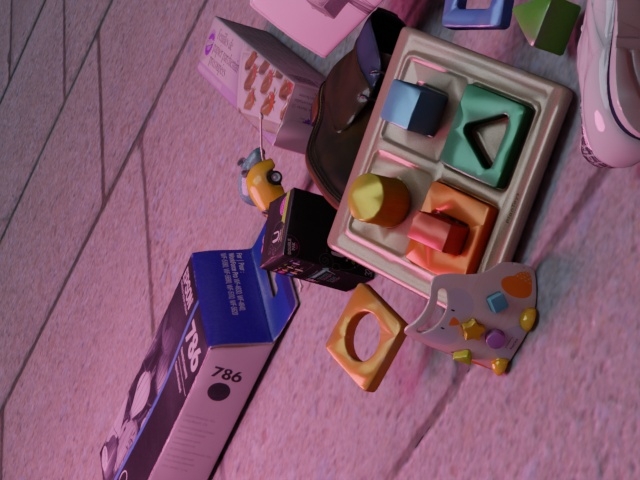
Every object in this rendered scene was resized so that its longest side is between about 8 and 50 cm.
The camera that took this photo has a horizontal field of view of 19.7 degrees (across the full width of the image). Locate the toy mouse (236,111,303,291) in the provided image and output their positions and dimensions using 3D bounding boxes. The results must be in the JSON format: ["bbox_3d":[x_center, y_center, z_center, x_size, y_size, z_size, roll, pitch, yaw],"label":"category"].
[{"bbox_3d":[-0.050,-0.025,1.688,0.143,0.031,0.161,133,120,-80],"label":"toy mouse"}]

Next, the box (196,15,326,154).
[{"bbox_3d":[-0.049,-0.152,1.798,0.063,0.067,0.324,-70,22,12],"label":"box"}]

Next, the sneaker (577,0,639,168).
[{"bbox_3d":[0.199,-0.161,1.157,0.095,0.090,0.235,135,148,-70],"label":"sneaker"}]

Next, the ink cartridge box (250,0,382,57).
[{"bbox_3d":[0.046,-0.273,1.547,0.218,0.092,0.158,-36,21,56],"label":"ink cartridge box"}]

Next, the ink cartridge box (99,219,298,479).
[{"bbox_3d":[-0.125,0.139,1.784,0.332,0.065,0.165,-63,23,25],"label":"ink cartridge box"}]

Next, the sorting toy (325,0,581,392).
[{"bbox_3d":[0.080,-0.051,1.348,0.196,0.047,0.347,29,103,48],"label":"sorting toy"}]

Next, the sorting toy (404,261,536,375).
[{"bbox_3d":[0.099,0.053,1.258,0.045,0.075,0.083,-106,37,-54],"label":"sorting toy"}]

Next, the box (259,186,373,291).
[{"bbox_3d":[0.000,0.000,1.535,0.052,0.083,0.062,-30,47,61],"label":"box"}]

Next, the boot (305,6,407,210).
[{"bbox_3d":[0.041,-0.103,1.512,0.219,0.082,0.106,-103,32,-55],"label":"boot"}]
